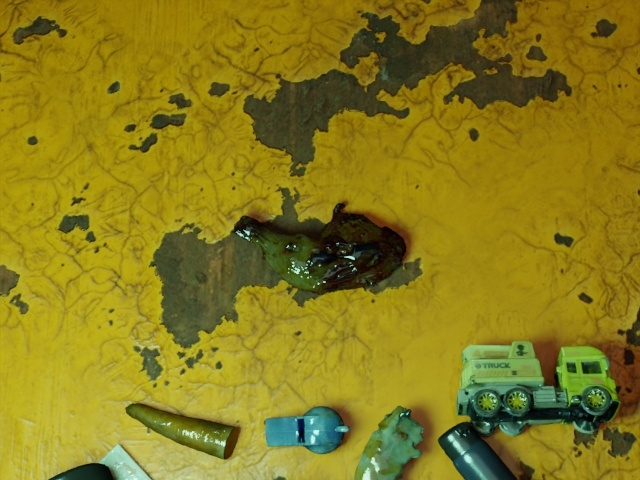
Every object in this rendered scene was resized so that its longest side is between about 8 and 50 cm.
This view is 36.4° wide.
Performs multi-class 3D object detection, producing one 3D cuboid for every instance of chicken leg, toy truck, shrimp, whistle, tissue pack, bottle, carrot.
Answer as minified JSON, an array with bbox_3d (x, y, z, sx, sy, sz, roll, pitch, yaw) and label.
[{"bbox_3d":[-0.001,0.011,1.826,0.323,0.083,0.177,-8,61,-3],"label":"chicken leg"},{"bbox_3d":[0.374,0.250,1.702,0.272,0.124,0.157,-2,60,4],"label":"toy truck"},{"bbox_3d":[0.155,0.446,1.662,0.185,0.068,0.287,-35,75,-9],"label":"shrimp"},{"bbox_3d":[-0.013,0.334,1.710,0.158,0.090,0.090,-11,64,38],"label":"whistle"},{"bbox_3d":[-0.340,0.415,1.709,0.056,0.023,0.108,-43,75,-13],"label":"tissue pack"},{"bbox_3d":[0.299,0.420,1.666,0.072,0.082,0.244,-28,72,-36],"label":"bottle"},{"bbox_3d":[-0.253,0.330,1.726,0.210,0.061,0.061,15,71,12],"label":"carrot"}]

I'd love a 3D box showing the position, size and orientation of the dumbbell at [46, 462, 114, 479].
[{"bbox_3d":[-0.386,0.497,1.613,0.152,0.152,0.218,-26,72,-8],"label":"dumbbell"}]
